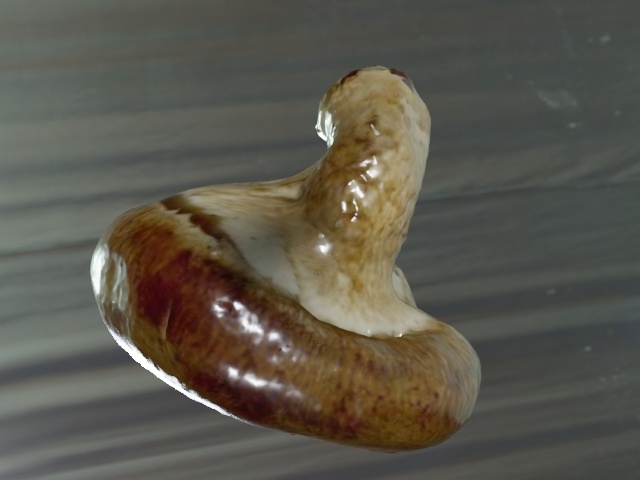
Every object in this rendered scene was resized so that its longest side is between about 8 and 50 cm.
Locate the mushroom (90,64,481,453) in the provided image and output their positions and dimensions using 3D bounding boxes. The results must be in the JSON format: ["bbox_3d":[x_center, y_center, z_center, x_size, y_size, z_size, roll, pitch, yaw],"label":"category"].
[{"bbox_3d":[-0.025,0.028,0.879,0.267,0.267,0.254,-143,43,-68],"label":"mushroom"}]
